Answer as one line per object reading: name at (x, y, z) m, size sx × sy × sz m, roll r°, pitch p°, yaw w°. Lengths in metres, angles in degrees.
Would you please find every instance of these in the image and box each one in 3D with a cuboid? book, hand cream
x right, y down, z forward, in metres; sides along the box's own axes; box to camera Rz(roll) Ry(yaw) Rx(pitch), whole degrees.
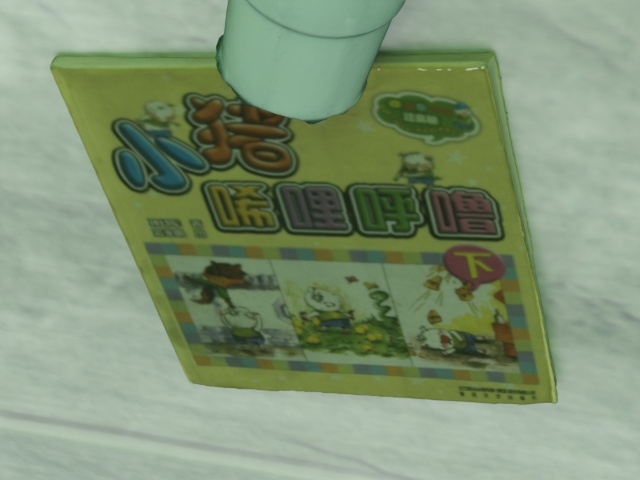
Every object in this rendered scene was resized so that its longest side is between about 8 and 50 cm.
book at (0.000, 0.000, 0.655) m, size 0.168 × 0.013 × 0.192 m, roll 2°, pitch 139°, yaw 19°
hand cream at (0.023, -0.155, 0.421) m, size 0.085 × 0.058 × 0.331 m, roll 19°, pitch 142°, yaw 1°
